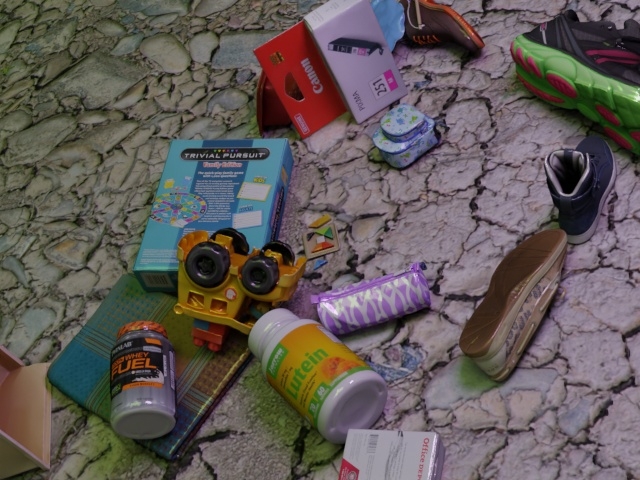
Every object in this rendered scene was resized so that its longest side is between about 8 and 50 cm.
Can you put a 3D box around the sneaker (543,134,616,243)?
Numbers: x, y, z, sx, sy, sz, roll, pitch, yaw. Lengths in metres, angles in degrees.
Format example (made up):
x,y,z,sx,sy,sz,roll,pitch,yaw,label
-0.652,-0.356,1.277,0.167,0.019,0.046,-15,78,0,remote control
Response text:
x,y,z,sx,sy,sz,roll,pitch,yaw,label
0.450,-0.131,1.751,0.086,0.163,0.226,1,53,28,sneaker

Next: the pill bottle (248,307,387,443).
x,y,z,sx,sy,sz,roll,pitch,yaw,label
-0.014,0.218,1.708,0.136,0.136,0.246,-43,48,-11,pill bottle

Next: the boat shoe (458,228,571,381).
x,y,z,sx,sy,sz,roll,pitch,yaw,label
0.333,0.100,1.685,0.285,0.089,0.105,-51,24,-21,boat shoe

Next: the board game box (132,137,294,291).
x,y,z,sx,sy,sz,roll,pitch,yaw,label
-0.206,-0.054,2.030,0.254,0.079,0.336,1,54,13,board game box

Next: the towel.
x,y,z,sx,sy,sz,roll,pitch,yaw,label
-0.324,0.230,1.915,0.370,0.040,0.271,23,67,35,towel

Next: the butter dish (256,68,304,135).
x,y,z,sx,sy,sz,roll,pitch,yaw,label
-0.071,-0.319,2.178,0.118,0.159,0.160,10,56,4,butter dish

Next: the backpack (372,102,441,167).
x,y,z,sx,sy,sz,roll,pitch,yaw,label
0.162,-0.209,2.002,0.114,0.084,0.105,-42,46,-6,backpack

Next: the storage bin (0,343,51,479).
x,y,z,sx,sy,sz,roll,pitch,yaw,label
-0.620,0.272,1.869,0.123,0.262,0.260,-22,48,12,storage bin

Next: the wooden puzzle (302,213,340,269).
x,y,z,sx,sy,sz,roll,pitch,yaw,label
0.000,0.000,1.959,0.079,0.014,0.116,-25,48,5,wooden puzzle

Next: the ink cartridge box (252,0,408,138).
x,y,z,sx,sy,sz,roll,pitch,yaw,label
0.026,-0.339,2.039,0.239,0.275,0.060,-33,47,-1,ink cartridge box

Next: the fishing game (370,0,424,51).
x,y,z,sx,sy,sz,roll,pitch,yaw,label
0.115,-0.442,2.207,0.264,0.041,0.189,-26,51,31,fishing game

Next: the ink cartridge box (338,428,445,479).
x,y,z,sx,sy,sz,roll,pitch,yaw,label
0.112,0.357,1.587,0.151,0.063,0.109,-2,53,24,ink cartridge box

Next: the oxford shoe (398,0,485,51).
x,y,z,sx,sy,sz,roll,pitch,yaw,label
0.247,-0.446,2.160,0.098,0.097,0.271,-50,41,5,oxford shoe

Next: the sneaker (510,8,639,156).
x,y,z,sx,sy,sz,roll,pitch,yaw,label
0.548,-0.300,1.825,0.202,0.185,0.483,-42,49,-5,sneaker

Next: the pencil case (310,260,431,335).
x,y,z,sx,sy,sz,roll,pitch,yaw,label
0.094,0.102,1.783,0.206,0.088,0.086,-21,46,10,pencil case

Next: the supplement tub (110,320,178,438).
x,y,z,sx,sy,sz,roll,pitch,yaw,label
-0.314,0.244,1.797,0.117,0.117,0.190,-19,50,10,supplement tub

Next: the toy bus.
x,y,z,sx,sy,sz,roll,pitch,yaw,label
-0.151,0.100,1.818,0.220,0.211,0.149,13,14,10,toy bus
